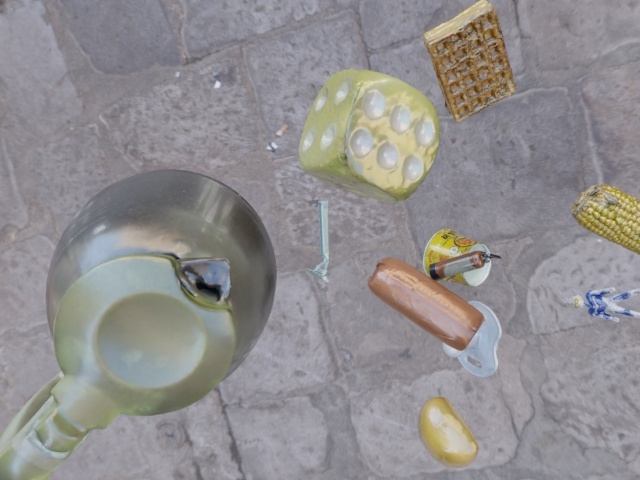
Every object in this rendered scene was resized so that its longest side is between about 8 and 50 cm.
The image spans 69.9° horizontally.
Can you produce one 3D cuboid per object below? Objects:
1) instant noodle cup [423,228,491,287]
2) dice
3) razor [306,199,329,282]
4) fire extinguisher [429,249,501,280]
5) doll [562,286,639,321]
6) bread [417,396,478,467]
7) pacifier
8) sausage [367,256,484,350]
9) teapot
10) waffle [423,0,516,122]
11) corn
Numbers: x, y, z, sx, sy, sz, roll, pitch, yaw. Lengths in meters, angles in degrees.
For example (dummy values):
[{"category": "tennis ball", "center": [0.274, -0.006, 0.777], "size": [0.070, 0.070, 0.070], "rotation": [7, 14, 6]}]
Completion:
[{"category": "instant noodle cup", "center": [0.440, 0.063, 1.446], "size": [0.144, 0.182, 0.182], "rotation": [19, 105, 55]}, {"category": "dice", "center": [0.076, -0.164, 0.744], "size": [0.169, 0.169, 0.166], "rotation": [17, 91, -27]}, {"category": "razor", "center": [0.010, -0.002, 1.602], "size": [0.056, 0.111, 0.278], "rotation": [-1, 102, -31]}, {"category": "fire extinguisher", "center": [0.371, 0.061, 1.186], "size": [0.177, 0.062, 0.050], "rotation": [-21, 54, 37]}, {"category": "doll", "center": [0.884, 0.202, 1.441], "size": [0.227, 0.057, 0.114], "rotation": [-7, 102, 50]}, {"category": "bread", "center": [0.269, 0.426, 0.999], "size": [0.098, 0.217, 0.147], "rotation": [-37, 57, -5]}, {"category": "pacifier", "center": [0.535, 0.364, 1.686], "size": [0.238, 0.226, 0.287], "rotation": [26, 115, 53]}, {"category": "sausage", "center": [0.262, 0.155, 1.172], "size": [0.304, 0.121, 0.121], "rotation": [33, 104, 17]}, {"category": "teapot", "center": [-0.198, 0.069, 0.460], "size": [0.322, 0.239, 0.239], "rotation": [-19, 106, -5]}, {"category": "waffle", "center": [0.450, -0.530, 1.381], "size": [0.213, 0.091, 0.308], "rotation": [-27, 131, 12]}, {"category": "corn", "center": [0.641, -0.017, 0.896], "size": [0.293, 0.106, 0.106], "rotation": [28, 103, 4]}]
